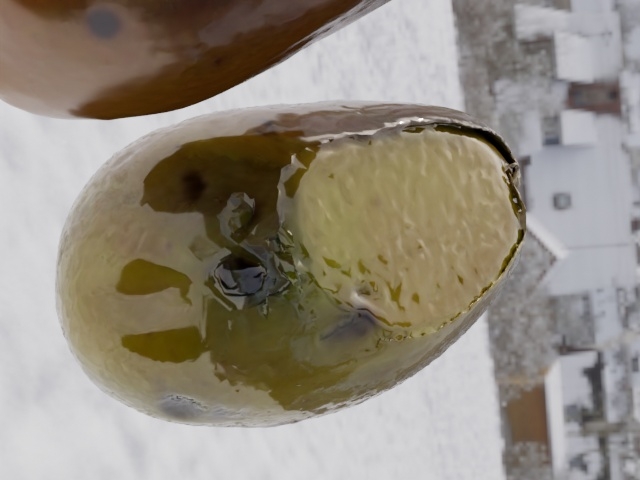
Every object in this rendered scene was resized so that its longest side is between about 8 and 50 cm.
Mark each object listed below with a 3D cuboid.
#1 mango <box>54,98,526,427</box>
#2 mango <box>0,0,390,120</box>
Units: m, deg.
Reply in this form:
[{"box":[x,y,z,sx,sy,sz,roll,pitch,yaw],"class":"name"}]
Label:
[{"box":[0.000,0.000,0.521,0.262,0.167,0.130,-17,101,-44],"class":"mango"},{"box":[-0.014,-0.146,0.389,0.153,0.287,0.201,60,-12,2],"class":"mango"}]
